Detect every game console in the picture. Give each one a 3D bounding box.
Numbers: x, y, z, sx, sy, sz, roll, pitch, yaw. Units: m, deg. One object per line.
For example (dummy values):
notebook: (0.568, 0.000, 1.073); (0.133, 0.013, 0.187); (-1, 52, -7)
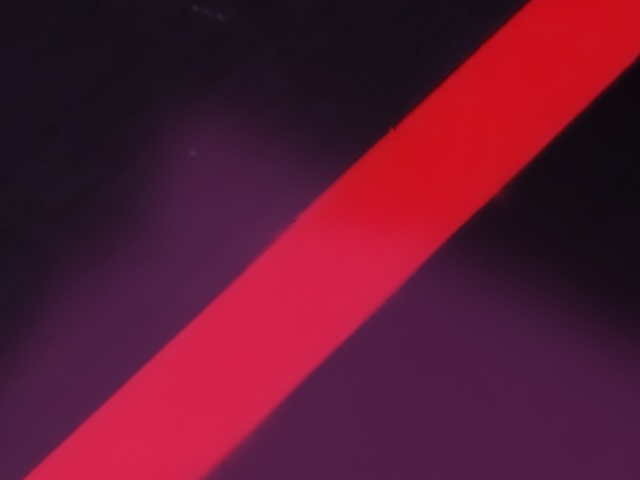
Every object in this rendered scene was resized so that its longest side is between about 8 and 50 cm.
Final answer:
game console: (0.000, 0.000, 0.413); (0.386, 0.060, 0.342); (-43, 84, -9)
